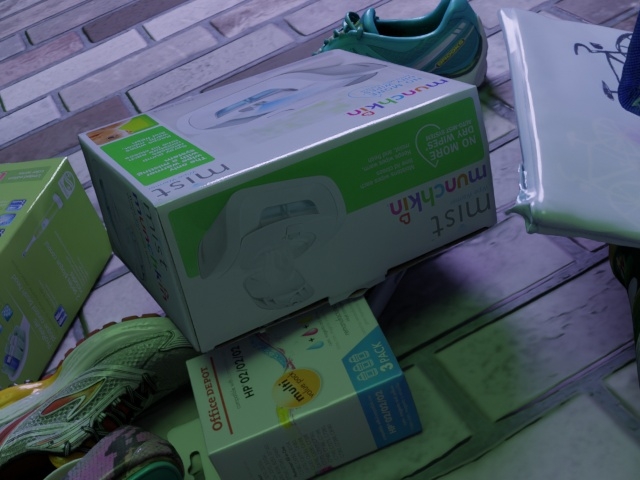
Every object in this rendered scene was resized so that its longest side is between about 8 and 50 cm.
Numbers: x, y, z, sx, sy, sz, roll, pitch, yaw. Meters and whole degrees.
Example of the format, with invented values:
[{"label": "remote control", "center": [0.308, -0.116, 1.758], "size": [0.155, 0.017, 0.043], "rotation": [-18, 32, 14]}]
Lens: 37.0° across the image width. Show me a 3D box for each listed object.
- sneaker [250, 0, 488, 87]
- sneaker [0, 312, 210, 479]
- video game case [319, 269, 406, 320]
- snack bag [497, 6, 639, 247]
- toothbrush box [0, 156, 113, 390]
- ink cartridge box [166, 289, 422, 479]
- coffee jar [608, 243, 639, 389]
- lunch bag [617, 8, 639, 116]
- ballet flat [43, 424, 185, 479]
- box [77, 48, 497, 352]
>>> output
[{"label": "sneaker", "center": [0.040, -0.196, 1.031], "size": [0.275, 0.110, 0.107], "rotation": [-14, 36, 10]}, {"label": "sneaker", "center": [-0.175, 0.140, 0.734], "size": [0.225, 0.088, 0.093], "rotation": [-32, 50, -9]}, {"label": "video game case", "center": [0.000, 0.000, 0.870], "size": [0.190, 0.022, 0.173], "rotation": [6, 43, 31]}, {"label": "snack bag", "center": [0.300, -0.086, 0.710], "size": [0.342, 0.037, 0.323], "rotation": [10, 39, -1]}, {"label": "toothbrush box", "center": [-0.348, 0.060, 0.874], "size": [0.206, 0.122, 0.283], "rotation": [-5, 38, 20]}, {"label": "ink cartridge box", "center": [-0.032, 0.119, 0.693], "size": [0.181, 0.061, 0.104], "rotation": [-23, 35, -3]}, {"label": "coffee jar", "center": [0.252, 0.038, 0.646], "size": [0.096, 0.079, 0.184], "rotation": [-3, 38, 9]}, {"label": "lunch bag", "center": [0.446, -0.130, 0.588], "size": [0.328, 0.239, 0.385], "rotation": [-27, 43, -34]}, {"label": "ballet flat", "center": [-0.191, 0.208, 0.642], "size": [0.221, 0.077, 0.079], "rotation": [-41, 38, -23]}, {"label": "box", "center": [-0.033, -0.046, 0.778], "size": [0.262, 0.127, 0.231], "rotation": [-22, 25, -19]}]
